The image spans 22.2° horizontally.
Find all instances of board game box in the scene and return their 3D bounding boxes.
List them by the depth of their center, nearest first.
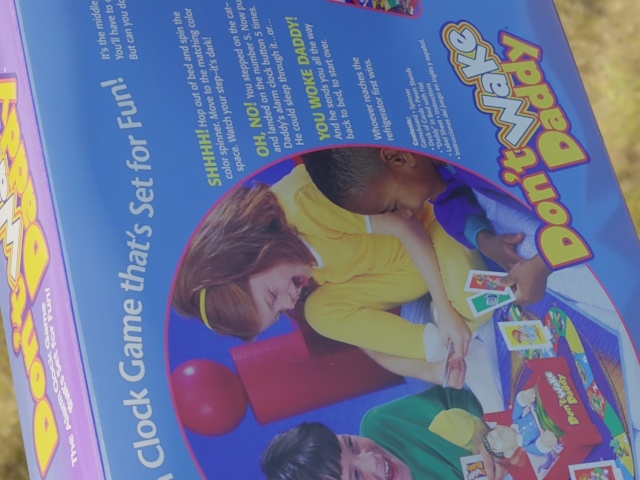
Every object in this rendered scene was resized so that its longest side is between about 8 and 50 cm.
[{"bbox_3d":[0.000,0.000,0.615,0.233,0.347,0.078,-2,-28,-26],"label":"board game box"}]
